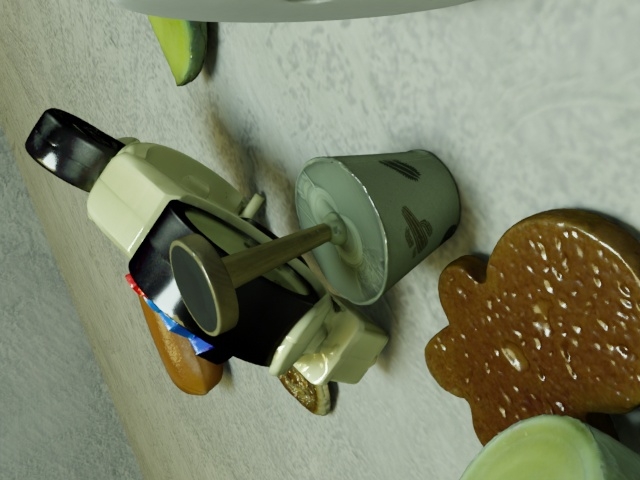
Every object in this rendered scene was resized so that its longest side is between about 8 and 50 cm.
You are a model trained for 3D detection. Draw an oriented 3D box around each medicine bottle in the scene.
[{"bbox_3d":[0.162,0.199,0.424,0.143,0.147,0.147,38,155,-12],"label":"medicine bottle"}]

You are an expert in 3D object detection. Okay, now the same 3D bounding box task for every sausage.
[{"bbox_3d":[-0.234,0.123,1.161,0.105,0.105,0.274,0,109,61],"label":"sausage"}]

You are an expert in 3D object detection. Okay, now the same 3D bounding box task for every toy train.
[{"bbox_3d":[-0.165,0.083,0.945,0.131,0.083,0.204,57,180,20],"label":"toy train"}]

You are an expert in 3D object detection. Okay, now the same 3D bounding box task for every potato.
[{"bbox_3d":[-0.162,-0.275,0.802,0.119,0.054,0.197,18,130,51],"label":"potato"}]

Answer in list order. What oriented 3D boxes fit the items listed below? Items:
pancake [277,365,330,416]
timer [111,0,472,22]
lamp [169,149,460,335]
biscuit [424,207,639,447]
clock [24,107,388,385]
[{"bbox_3d":[-0.033,0.152,0.901,0.158,0.028,0.158,44,146,41],"label":"pancake"},{"bbox_3d":[-0.011,-0.255,0.346,0.285,0.285,0.285,40,141,42],"label":"timer"},{"bbox_3d":[0.000,0.000,0.536,0.121,0.215,0.121,39,141,40],"label":"lamp"},{"bbox_3d":[0.155,0.074,0.502,0.179,0.039,0.236,57,150,21],"label":"biscuit"},{"bbox_3d":[-0.121,0.002,0.732,0.379,0.276,0.120,42,99,37],"label":"clock"}]
